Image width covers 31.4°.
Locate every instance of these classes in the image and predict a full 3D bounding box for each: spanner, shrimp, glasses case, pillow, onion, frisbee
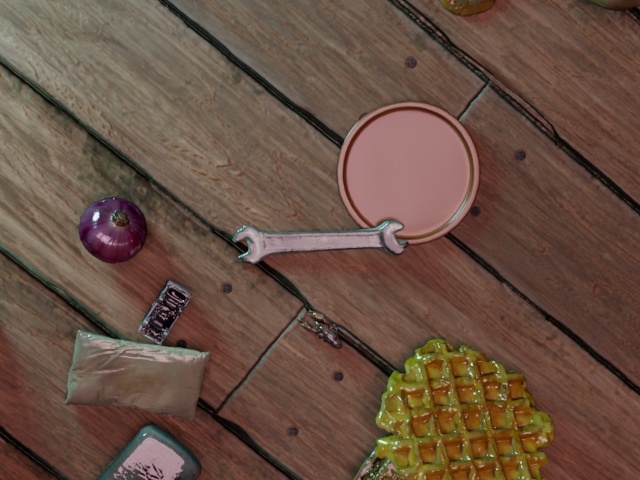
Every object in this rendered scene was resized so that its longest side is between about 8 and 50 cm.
[{"bbox_3d":[0.000,0.000,1.948,0.302,0.017,0.071,-4,96,1],"label":"spanner"},{"bbox_3d":[0.260,-0.469,1.923,0.124,0.034,0.178,1,97,-8],"label":"shrimp"},{"bbox_3d":[0.004,0.151,1.968,0.092,0.029,0.038,32,93,-3],"label":"shrimp"},{"bbox_3d":[-0.349,0.467,1.948,0.131,0.074,0.323,41,91,-9],"label":"glasses case"},{"bbox_3d":[-0.311,0.231,1.928,0.229,0.050,0.148,9,121,-9],"label":"pillow"},{"bbox_3d":[-0.345,-0.015,1.894,0.115,0.104,0.115,12,52,-16],"label":"onion"},{"bbox_3d":[0.151,-0.115,1.957,0.250,0.021,0.251,-1,96,-6],"label":"frisbee"}]

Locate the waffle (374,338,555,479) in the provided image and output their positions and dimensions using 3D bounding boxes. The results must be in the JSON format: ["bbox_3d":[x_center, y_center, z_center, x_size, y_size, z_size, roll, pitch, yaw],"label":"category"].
[{"bbox_3d":[0.250,0.324,1.920,0.325,0.068,0.302,37,58,2],"label":"waffle"}]

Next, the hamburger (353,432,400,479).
[{"bbox_3d":[0.162,0.441,1.976,0.206,0.130,0.183,32,84,7],"label":"hamburger"}]

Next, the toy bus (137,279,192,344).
[{"bbox_3d":[-0.262,0.118,1.927,0.052,0.058,0.102,32,97,-12],"label":"toy bus"}]

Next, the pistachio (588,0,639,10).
[{"bbox_3d":[0.474,-0.464,1.896,0.124,0.124,0.185,-42,95,0],"label":"pistachio"}]
